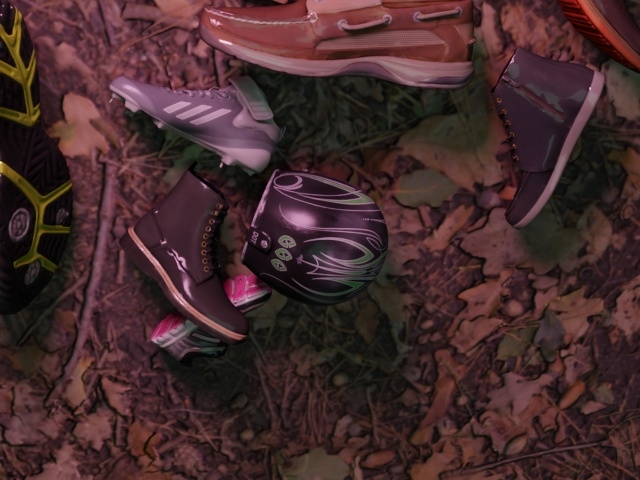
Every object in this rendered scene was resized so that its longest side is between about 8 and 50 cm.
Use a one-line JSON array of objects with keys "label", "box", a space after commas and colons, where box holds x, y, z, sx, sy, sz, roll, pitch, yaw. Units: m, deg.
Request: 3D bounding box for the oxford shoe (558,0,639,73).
[{"label": "oxford shoe", "box": [0.316, -0.303, 1.230, 0.098, 0.097, 0.271, -43, 113, 5]}]

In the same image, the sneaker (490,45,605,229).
[{"label": "sneaker", "box": [0.247, -0.126, 1.316, 0.118, 0.083, 0.222, 23, 117, 3]}]

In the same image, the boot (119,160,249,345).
[{"label": "boot", "box": [-0.131, 0.015, 1.278, 0.198, 0.077, 0.137, 42, 99, 8]}]

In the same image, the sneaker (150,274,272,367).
[{"label": "sneaker", "box": [-0.127, 0.105, 1.361, 0.170, 0.063, 0.075, -29, 114, 10]}]

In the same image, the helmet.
[{"label": "helmet", "box": [0.000, 0.000, 1.287, 0.161, 0.169, 0.170, 21, 110, 2]}]

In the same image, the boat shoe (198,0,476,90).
[{"label": "boat shoe", "box": [0.024, -0.245, 1.205, 0.324, 0.123, 0.117, 2, 110, -19]}]

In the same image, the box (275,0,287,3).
[{"label": "box", "box": [-0.106, -0.369, 1.176, 0.201, 0.021, 0.165, 16, 110, -14]}]

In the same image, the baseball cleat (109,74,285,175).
[{"label": "baseball cleat", "box": [-0.138, -0.159, 1.248, 0.205, 0.072, 0.109, 28, 93, -23]}]

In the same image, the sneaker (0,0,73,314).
[{"label": "sneaker", "box": [-0.387, -0.095, 1.215, 0.147, 0.145, 0.385, 9, 119, 21]}]
